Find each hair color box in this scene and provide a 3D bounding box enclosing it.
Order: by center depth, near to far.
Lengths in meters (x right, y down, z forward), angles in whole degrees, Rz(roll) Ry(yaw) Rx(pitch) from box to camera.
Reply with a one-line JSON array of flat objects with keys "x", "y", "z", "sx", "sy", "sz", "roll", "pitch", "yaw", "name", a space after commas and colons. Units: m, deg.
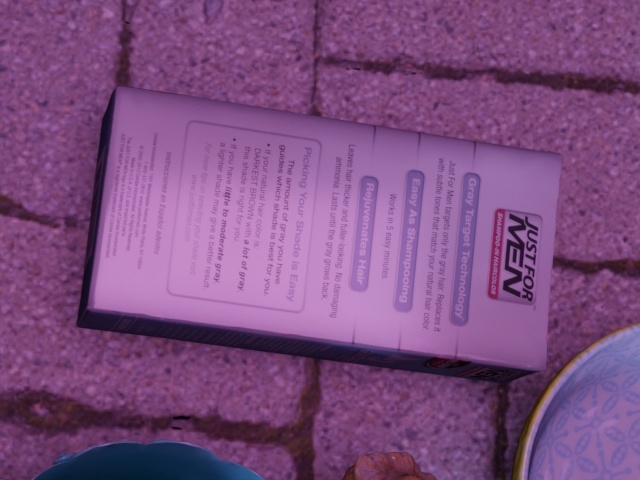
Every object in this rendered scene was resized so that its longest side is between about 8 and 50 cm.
[{"x": 0.000, "y": 0.000, "z": 1.580, "sx": 0.374, "sy": 0.113, "sz": 0.185, "roll": 8, "pitch": 78, "yaw": -10, "name": "hair color box"}]

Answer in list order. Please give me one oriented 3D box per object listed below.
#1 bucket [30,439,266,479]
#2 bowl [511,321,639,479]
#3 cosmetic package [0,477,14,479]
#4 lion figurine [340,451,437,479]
[{"x": -0.136, "y": 0.291, "z": 1.459, "sx": 0.281, "sy": 0.183, "sz": 0.281, "roll": 2, "pitch": 80, "yaw": -12, "name": "bucket"}, {"x": 0.276, "y": 0.216, "z": 1.576, "sx": 0.289, "sy": 0.156, "sz": 0.289, "roll": 2, "pitch": 79, "yaw": -12, "name": "bowl"}, {"x": -0.327, "y": 0.333, "z": 1.156, "sx": 0.327, "sy": 0.393, "sz": 0.329, "roll": 7, "pitch": 100, "yaw": 15, "name": "cosmetic package"}, {"x": 0.125, "y": 0.337, "z": 1.502, "sx": 0.142, "sy": 0.392, "sz": 0.240, "roll": -21, "pitch": 50, "yaw": 20, "name": "lion figurine"}]
